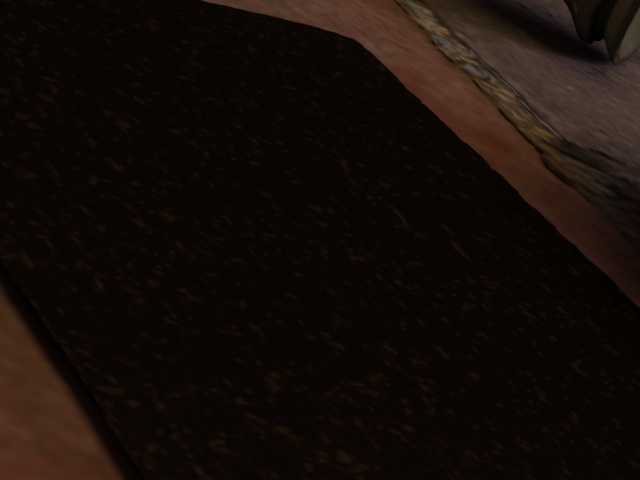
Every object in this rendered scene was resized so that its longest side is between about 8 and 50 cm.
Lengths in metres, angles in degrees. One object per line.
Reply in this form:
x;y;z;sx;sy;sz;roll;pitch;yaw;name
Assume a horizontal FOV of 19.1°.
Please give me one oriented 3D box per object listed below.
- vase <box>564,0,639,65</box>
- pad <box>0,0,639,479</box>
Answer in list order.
0.033;-0.214;0.842;0.321;0.173;0.173;37;23;13;vase
0.000;0.000;0.505;0.220;0.004;0.330;9;27;-36;pad
